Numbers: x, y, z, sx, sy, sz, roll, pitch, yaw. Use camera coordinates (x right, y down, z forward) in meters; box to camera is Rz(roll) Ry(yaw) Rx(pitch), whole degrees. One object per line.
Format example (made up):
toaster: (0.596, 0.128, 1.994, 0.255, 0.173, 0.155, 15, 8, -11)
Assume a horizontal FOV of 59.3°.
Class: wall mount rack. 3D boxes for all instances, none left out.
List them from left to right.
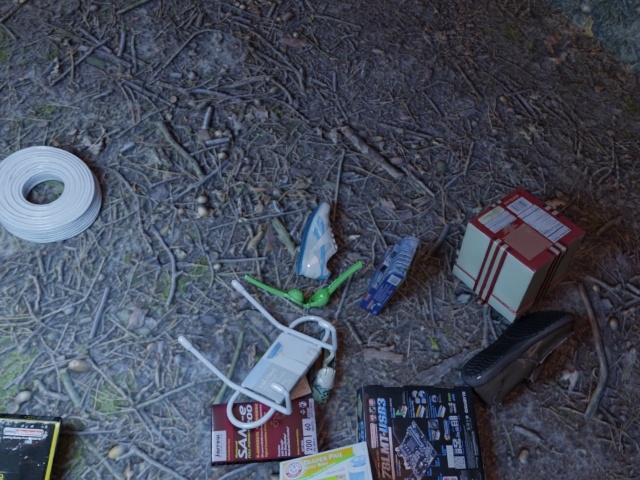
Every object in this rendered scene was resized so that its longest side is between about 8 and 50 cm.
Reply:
wall mount rack: (-0.139, 0.247, 1.318, 0.304, 0.131, 0.350, 17, 45, 27)

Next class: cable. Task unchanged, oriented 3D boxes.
cable: (-0.699, -0.122, 1.435, 0.256, 0.089, 0.257, -4, 65, -15)

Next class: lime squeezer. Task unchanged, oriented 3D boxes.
lime squeezer: (-0.038, 0.126, 1.460, 0.310, 0.110, 0.059, -5, 29, -10)

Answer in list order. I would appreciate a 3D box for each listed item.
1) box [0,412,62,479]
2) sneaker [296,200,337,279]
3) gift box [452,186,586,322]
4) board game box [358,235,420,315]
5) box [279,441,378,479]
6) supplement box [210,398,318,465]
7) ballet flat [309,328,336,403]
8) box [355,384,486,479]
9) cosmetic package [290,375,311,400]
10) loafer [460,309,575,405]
box: (-0.700, 0.469, 1.093, 0.321, 0.079, 0.257, 11, 79, -17)
sneaker: (0.000, 0.000, 1.544, 0.092, 0.087, 0.229, 17, 68, -12)
gift box: (0.528, 0.031, 1.553, 0.255, 0.258, 0.276, -26, 53, -21)
board game box: (0.191, 0.072, 1.510, 0.060, 0.194, 0.194, 28, 47, 1)
box: (0.021, 0.531, 1.207, 0.203, 0.103, 0.114, -16, 30, 5)
supplement box: (-0.132, 0.440, 1.295, 0.239, 0.073, 0.130, 0, 64, -12)
ballet flat: (0.012, 0.307, 1.395, 0.070, 0.070, 0.189, 6, 64, -10)
box: (0.239, 0.500, 1.350, 0.293, 0.073, 0.296, 2, 64, -10)
cosmetic package: (-0.070, 0.332, 1.380, 0.060, 0.041, 0.115, -14, 68, -17)
loafer: (0.536, 0.310, 1.499, 0.365, 0.134, 0.130, -29, 100, -14)
